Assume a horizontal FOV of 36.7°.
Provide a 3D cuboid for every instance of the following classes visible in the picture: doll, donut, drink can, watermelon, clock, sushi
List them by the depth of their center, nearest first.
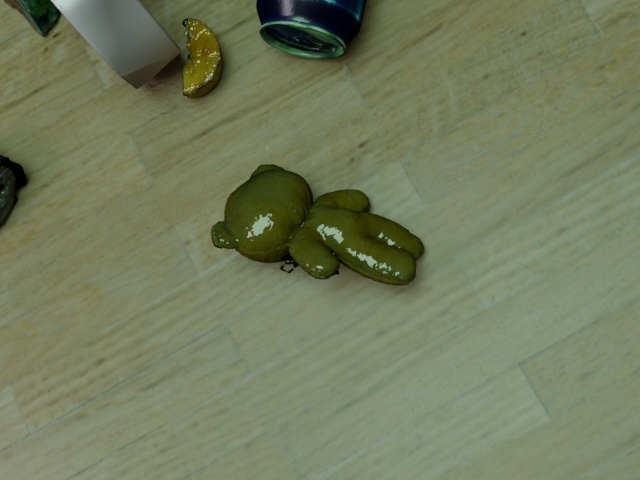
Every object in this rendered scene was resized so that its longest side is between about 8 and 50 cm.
[{"bbox_3d":[0.000,0.000,0.994,0.209,0.097,0.137,22,46,8],"label":"doll"},{"bbox_3d":[-0.238,-0.257,1.032,0.068,0.197,0.197,-41,74,1],"label":"clock"},{"bbox_3d":[0.001,-0.305,1.033,0.118,0.118,0.205,11,82,14],"label":"drink can"},{"bbox_3d":[-0.139,-0.203,1.084,0.067,0.038,0.083,-37,70,5],"label":"donut"},{"bbox_3d":[-0.393,-0.063,1.091,0.084,0.098,0.094,30,68,12],"label":"sushi"},{"bbox_3d":[-0.353,-0.320,1.149,0.101,0.080,0.155,-23,69,-30],"label":"watermelon"}]
